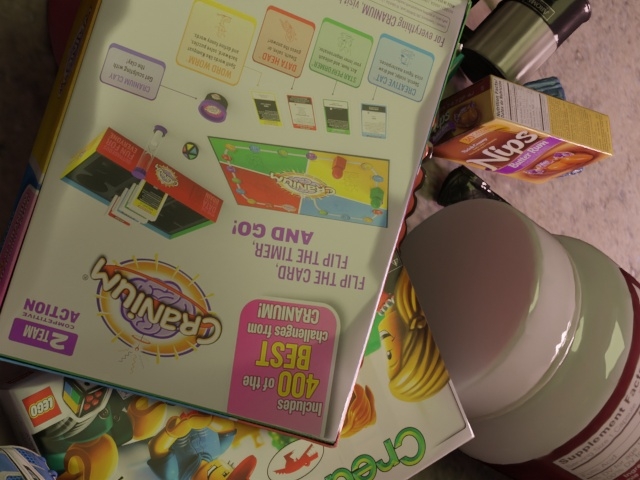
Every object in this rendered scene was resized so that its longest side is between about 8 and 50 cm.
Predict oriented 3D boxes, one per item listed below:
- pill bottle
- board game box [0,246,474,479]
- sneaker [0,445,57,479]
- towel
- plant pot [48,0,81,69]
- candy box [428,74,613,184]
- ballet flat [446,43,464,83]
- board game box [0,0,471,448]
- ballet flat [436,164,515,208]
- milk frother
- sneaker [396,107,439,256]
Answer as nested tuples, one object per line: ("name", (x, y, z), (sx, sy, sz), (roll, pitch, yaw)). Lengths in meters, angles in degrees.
("pill bottle", (0.238, 0.132, 1.090), (0.392, 0.224, 0.224), (33, 54, -36))
("board game box", (-0.050, 0.124, 0.822), (0.305, 0.053, 0.193), (-26, 98, -26))
("sneaker", (-0.172, 0.172, 0.693), (0.211, 0.080, 0.081), (32, 41, -6))
("towel", (0.261, -0.128, 1.331), (0.067, 0.029, 0.120), (-12, 81, -9))
("plant pot", (-0.076, -0.173, 0.881), (0.201, 0.180, 0.201), (18, 65, -44))
("candy box", (0.206, -0.112, 1.208), (0.186, 0.109, 0.053), (12, 67, -36))
("ballet flat", (0.067, -0.136, 1.117), (0.077, 0.091, 0.241), (33, 43, 2))
("board game box", (-0.059, -0.050, 0.742), (0.242, 0.064, 0.317), (19, 86, -23))
("ballet flat", (0.184, -0.023, 1.230), (0.173, 0.049, 0.057), (36, 10, -36))
("milk frother", (0.216, -0.224, 1.292), (0.135, 0.129, 0.143), (-45, 149, -9))
("sneaker", (0.000, 0.000, 0.965), (0.136, 0.116, 0.314), (13, 84, -7))
